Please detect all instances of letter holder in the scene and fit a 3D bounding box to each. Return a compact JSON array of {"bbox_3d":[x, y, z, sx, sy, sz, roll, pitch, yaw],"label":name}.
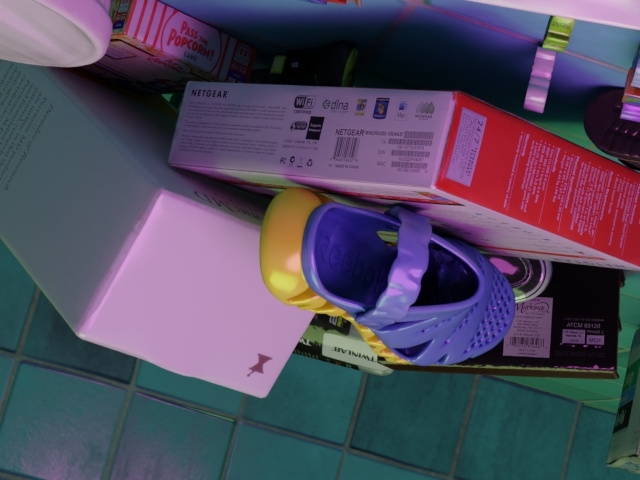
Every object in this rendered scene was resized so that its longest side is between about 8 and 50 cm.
[{"bbox_3d":[0.242,0.104,2.275,0.301,0.152,0.214,2,170,12],"label":"letter holder"}]

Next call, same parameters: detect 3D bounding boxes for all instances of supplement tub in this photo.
[{"bbox_3d":[-0.021,0.074,2.574,0.316,0.194,0.193,13,171,8],"label":"supplement tub"}]

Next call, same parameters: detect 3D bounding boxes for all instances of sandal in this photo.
[{"bbox_3d":[0.087,0.042,1.513,0.138,0.126,0.317,4,171,38],"label":"sandal"}]

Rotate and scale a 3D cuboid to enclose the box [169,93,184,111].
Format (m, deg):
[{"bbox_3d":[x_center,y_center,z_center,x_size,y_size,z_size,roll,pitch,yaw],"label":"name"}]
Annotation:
[{"bbox_3d":[-0.063,-0.084,1.967,0.244,0.101,0.060,19,172,-18],"label":"box"}]

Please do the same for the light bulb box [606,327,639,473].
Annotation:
[{"bbox_3d":[0.626,0.257,2.498,0.361,0.225,0.358,14,171,5],"label":"light bulb box"}]

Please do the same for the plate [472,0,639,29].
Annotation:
[{"bbox_3d":[0.078,-0.216,1.083,0.278,0.045,0.277,13,170,15],"label":"plate"}]

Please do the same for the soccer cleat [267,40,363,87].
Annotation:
[{"bbox_3d":[-0.008,-0.151,1.593,0.072,0.060,0.179,18,174,-9],"label":"soccer cleat"}]

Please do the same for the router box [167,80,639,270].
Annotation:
[{"bbox_3d":[0.084,-0.058,1.550,0.335,0.082,0.301,7,172,46],"label":"router box"}]

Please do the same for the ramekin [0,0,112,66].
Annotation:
[{"bbox_3d":[-0.274,-0.235,1.301,0.272,0.127,0.273,16,171,3],"label":"ramekin"}]

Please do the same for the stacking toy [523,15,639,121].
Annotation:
[{"bbox_3d":[0.248,-0.131,1.324,0.167,0.052,0.221,13,169,5],"label":"stacking toy"}]

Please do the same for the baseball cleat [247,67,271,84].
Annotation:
[{"bbox_3d":[0.007,-0.128,1.734,0.109,0.072,0.206,-7,164,33],"label":"baseball cleat"}]

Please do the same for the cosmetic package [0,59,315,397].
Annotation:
[{"bbox_3d":[-0.201,-0.045,1.726,0.230,0.161,0.453,22,-167,-39],"label":"cosmetic package"}]

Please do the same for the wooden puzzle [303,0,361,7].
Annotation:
[{"bbox_3d":[-0.003,-0.205,1.390,0.078,0.014,0.116,14,171,13],"label":"wooden puzzle"}]

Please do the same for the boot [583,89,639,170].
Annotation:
[{"bbox_3d":[0.334,-0.071,1.498,0.197,0.077,0.137,26,180,21],"label":"boot"}]

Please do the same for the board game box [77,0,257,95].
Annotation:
[{"bbox_3d":[-0.177,-0.188,1.690,0.146,0.045,0.193,22,169,-37],"label":"board game box"}]

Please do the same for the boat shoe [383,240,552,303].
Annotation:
[{"bbox_3d":[0.134,0.002,2.128,0.306,0.113,0.105,23,-173,8],"label":"boat shoe"}]
